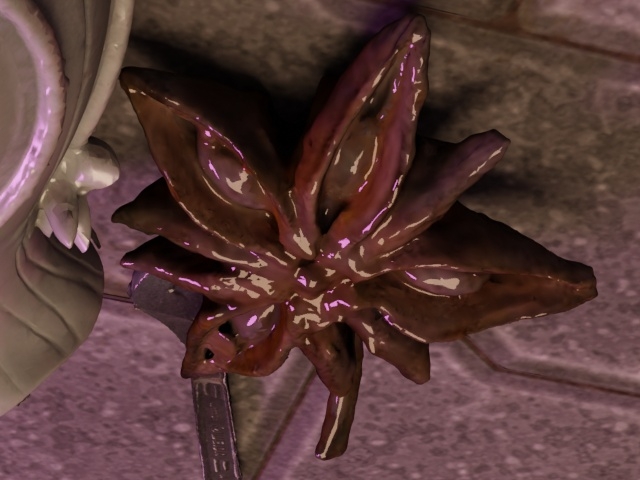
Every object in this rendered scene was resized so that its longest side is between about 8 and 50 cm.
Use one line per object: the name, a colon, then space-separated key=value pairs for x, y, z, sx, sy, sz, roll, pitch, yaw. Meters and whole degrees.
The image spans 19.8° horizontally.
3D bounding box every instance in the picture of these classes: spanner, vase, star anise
spanner: x=-0.083 y=0.102 z=1.331 sx=0.093 sy=0.026 sz=0.325 roll=1 pitch=144 yaw=2
vase: x=-0.215 y=-0.078 z=0.937 sx=0.250 sy=0.250 sz=0.445 roll=3 pitch=148 yaw=-1
star anise: x=0.001 y=0.001 z=1.131 sx=0.292 sy=0.109 sz=0.349 roll=-16 pitch=130 yaw=33
